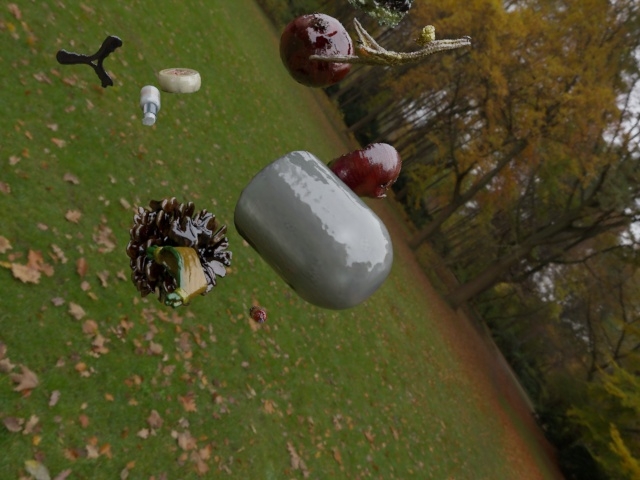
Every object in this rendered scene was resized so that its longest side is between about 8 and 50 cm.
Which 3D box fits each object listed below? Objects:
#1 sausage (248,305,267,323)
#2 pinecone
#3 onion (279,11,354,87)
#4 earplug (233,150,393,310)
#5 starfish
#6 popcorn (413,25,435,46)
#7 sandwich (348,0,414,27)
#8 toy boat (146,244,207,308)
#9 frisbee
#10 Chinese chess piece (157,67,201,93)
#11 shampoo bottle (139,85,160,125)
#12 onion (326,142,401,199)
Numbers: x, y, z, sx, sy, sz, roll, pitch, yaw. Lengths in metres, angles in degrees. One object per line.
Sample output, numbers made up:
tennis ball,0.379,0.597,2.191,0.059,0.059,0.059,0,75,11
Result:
sausage,-0.181,0.216,1.504,0.050,0.048,0.145,66,-11,-2
pinecone,-0.498,0.043,1.853,0.398,0.397,0.398,54,11,-15
onion,-0.015,-0.682,1.841,0.276,0.276,0.276,54,11,-15
earplug,0.000,0.000,1.383,0.394,0.312,0.312,47,6,24
starfish,0.202,-0.627,1.666,0.398,0.383,0.132,39,-48,47
popcorn,0.371,-0.726,1.848,0.084,0.084,0.084,54,11,-15
sandwich,0.127,-0.753,1.454,0.325,0.131,0.262,39,32,-14
toy boat,-0.282,0.062,1.010,0.229,0.088,0.089,-136,-142,-55
frisbee,-0.739,-0.585,1.720,0.187,0.211,0.012,75,-11,-58
Chinese chess piece,-0.410,-0.465,1.498,0.122,0.122,0.051,-105,-164,-60
shampoo bottle,-0.627,-0.494,1.899,0.074,0.074,0.192,46,20,-46
onion,0.128,-0.204,1.553,0.248,0.248,0.161,26,67,-70
